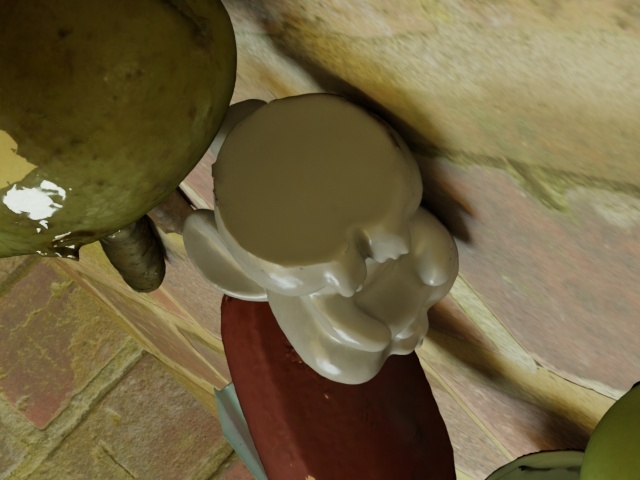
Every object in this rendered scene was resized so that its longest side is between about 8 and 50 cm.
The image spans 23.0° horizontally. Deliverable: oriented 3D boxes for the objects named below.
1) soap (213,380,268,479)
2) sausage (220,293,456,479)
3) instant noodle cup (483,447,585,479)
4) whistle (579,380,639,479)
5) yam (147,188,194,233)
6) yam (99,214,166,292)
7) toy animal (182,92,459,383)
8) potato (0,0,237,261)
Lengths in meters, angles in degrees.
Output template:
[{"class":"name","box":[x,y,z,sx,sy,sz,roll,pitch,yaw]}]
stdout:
[{"class":"soap","box":[-0.021,0.255,1.918,0.230,0.145,0.091,57,176,22]},{"class":"sausage","box":[0.013,0.127,1.258,0.152,0.152,0.280,98,151,-76]},{"class":"instant noodle cup","box":[0.185,0.276,1.216,0.230,0.230,0.182,38,158,20]},{"class":"whistle","box":[0.212,0.132,0.872,0.141,0.141,0.294,40,-174,9]},{"class":"yam","box":[-0.205,-0.095,1.530,0.046,0.046,0.264,30,165,45]},{"class":"yam","box":[-0.234,0.001,1.922,0.071,0.067,0.317,27,167,8]},{"class":"toy animal","box":[-0.003,-0.007,0.988,0.178,0.127,0.193,41,170,17]},{"class":"potato","box":[-0.210,-0.102,0.979,0.219,0.270,0.359,31,175,-42]}]
